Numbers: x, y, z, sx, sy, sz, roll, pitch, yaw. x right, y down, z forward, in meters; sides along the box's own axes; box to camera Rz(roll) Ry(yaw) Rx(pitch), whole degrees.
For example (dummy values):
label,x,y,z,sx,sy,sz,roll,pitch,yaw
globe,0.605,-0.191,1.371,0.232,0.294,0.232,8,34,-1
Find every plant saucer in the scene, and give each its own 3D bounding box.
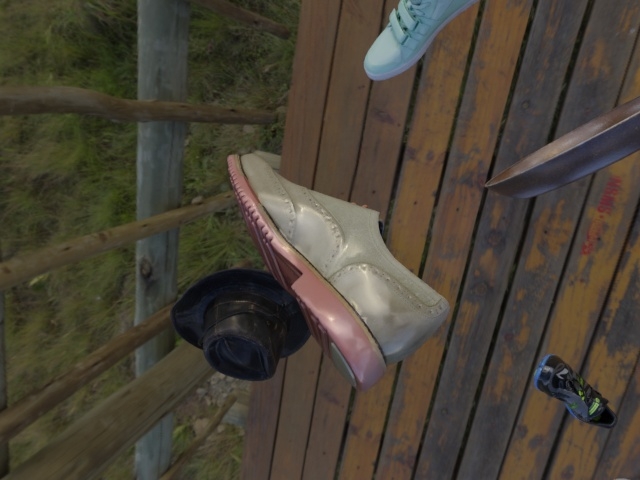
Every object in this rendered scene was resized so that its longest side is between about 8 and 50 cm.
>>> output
label,x,y,z,sx,sy,sz,roll,pitch,yaw
plant saucer,0.394,-0.140,0.693,0.311,0.310,0.050,-29,90,23

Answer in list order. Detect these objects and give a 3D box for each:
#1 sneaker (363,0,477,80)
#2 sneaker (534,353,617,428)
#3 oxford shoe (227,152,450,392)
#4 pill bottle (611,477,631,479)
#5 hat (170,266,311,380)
label,x,y,z,sx,sy,sz,roll,pitch,yaw
sneaker,0.137,-0.378,0.756,0.256,0.151,0.094,-38,60,30
sneaker,0.419,0.247,0.774,0.188,0.078,0.067,39,79,-20
oxford shoe,0.000,0.000,0.616,0.147,0.140,0.397,-30,55,-11
pill bottle,0.199,0.215,0.218,0.184,0.103,0.103,37,116,46
hat,-0.149,0.210,0.994,0.331,0.134,0.331,-6,134,-6
